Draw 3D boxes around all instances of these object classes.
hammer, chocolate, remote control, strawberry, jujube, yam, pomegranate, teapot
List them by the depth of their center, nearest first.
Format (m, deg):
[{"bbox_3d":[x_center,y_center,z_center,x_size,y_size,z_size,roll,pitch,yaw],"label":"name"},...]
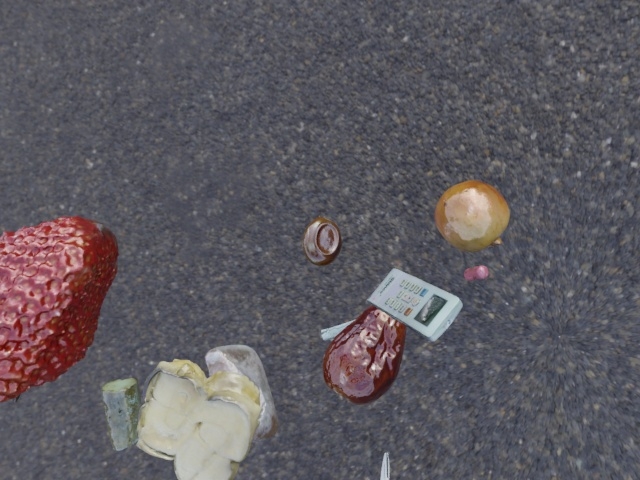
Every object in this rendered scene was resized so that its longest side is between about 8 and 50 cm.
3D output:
[{"bbox_3d":[0.120,0.080,0.722,0.065,0.029,0.166,-49,25,-8],"label":"remote control"},{"bbox_3d":[-0.498,0.095,0.969,0.267,0.312,0.351,43,98,-2],"label":"strawberry"},{"bbox_3d":[0.000,0.000,1.327,0.078,0.098,0.129,-25,51,60],"label":"teapot"},{"bbox_3d":[0.120,0.285,1.397,0.190,0.190,0.255,31,93,25],"label":"jujube"},{"bbox_3d":[0.382,-0.058,1.400,0.191,0.191,0.191,-4,79,23],"label":"pomegranate"},{"bbox_3d":[0.457,0.096,1.610,0.043,0.083,0.043,4,77,-19],"label":"hammer"},{"bbox_3d":[-0.582,0.515,1.631,0.107,0.107,0.194,-1,101,23],"label":"yam"},{"bbox_3d":[-0.225,0.444,1.647,0.100,0.185,0.303,-49,53,38],"label":"chocolate"}]

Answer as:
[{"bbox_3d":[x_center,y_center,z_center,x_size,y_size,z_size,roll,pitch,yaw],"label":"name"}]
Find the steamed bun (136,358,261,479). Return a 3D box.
[{"bbox_3d":[-0.176,0.273,0.826,0.177,0.106,0.193,15,100,9],"label":"steamed bun"}]

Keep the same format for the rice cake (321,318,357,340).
[{"bbox_3d":[0.120,0.285,1.809,0.211,0.124,0.038,-27,64,32],"label":"rice cake"}]

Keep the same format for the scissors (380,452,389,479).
[{"bbox_3d":[0.181,0.692,1.551,0.085,0.022,0.176,3,74,12],"label":"scissors"}]
